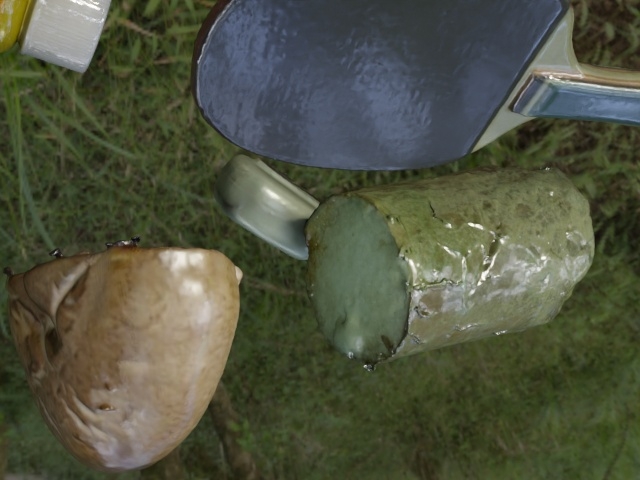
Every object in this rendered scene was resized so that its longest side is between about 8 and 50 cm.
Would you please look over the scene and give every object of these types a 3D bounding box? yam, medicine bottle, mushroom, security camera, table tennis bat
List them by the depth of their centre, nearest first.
[{"bbox_3d":[0.083,-0.086,0.456,0.301,0.022,0.173,2,149,-16],"label":"table tennis bat"},{"bbox_3d":[-0.146,0.089,0.623,0.156,0.151,0.285,1,171,-29],"label":"mushroom"},{"bbox_3d":[0.151,0.019,0.949,0.300,0.195,0.195,-11,143,-28],"label":"yam"},{"bbox_3d":[0.000,0.000,1.072,0.301,0.157,0.080,36,93,-24],"label":"security camera"},{"bbox_3d":[-0.564,-0.439,1.459,0.384,0.224,0.224,18,131,-22],"label":"medicine bottle"}]
